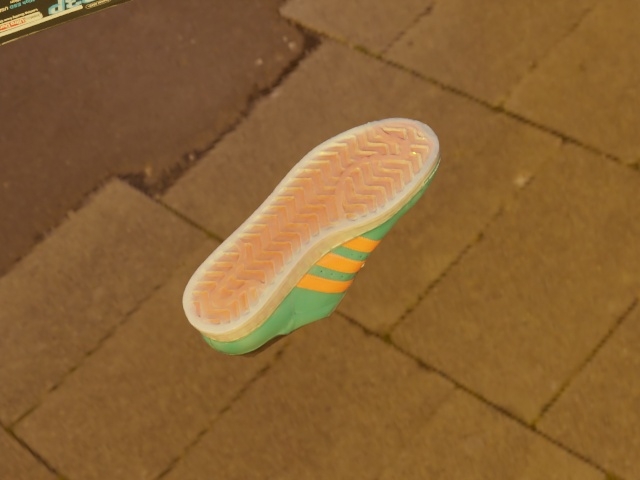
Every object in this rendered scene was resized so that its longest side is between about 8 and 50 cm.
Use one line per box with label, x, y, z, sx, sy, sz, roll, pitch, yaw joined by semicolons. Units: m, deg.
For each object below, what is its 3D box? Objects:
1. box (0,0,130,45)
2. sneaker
box;-0.158;-0.230;0.866;0.220;0.175;0.051;-20;61;-5
sneaker;0.000;0.000;1.286;0.302;0.121;0.108;-40;62;-4
